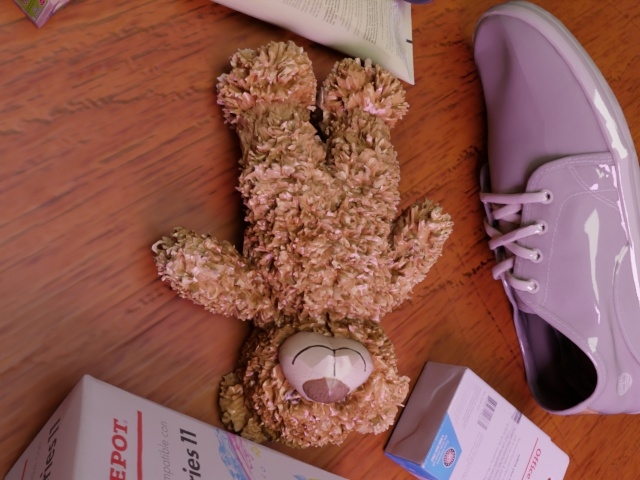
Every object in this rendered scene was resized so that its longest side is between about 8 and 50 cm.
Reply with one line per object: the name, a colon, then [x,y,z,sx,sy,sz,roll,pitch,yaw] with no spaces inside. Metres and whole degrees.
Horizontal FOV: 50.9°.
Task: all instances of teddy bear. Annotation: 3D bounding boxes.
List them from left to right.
teddy bear: [0.000,0.000,0.548,0.245,0.113,0.337,24,74,-27]

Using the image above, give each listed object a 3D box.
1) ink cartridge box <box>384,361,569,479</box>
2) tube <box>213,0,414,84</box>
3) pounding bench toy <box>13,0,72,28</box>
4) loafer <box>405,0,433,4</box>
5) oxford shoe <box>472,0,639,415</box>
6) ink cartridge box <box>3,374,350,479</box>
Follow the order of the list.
ink cartridge box: [0.159,0.213,0.666,0.180,0.060,0.104,41,66,-24]
tube: [-0.002,-0.209,0.595,0.240,0.062,0.070,7,118,-38]
pounding bench toy: [-0.179,-0.196,0.459,0.052,0.083,0.065,51,63,-20]
loafer: [0.048,-0.366,0.608,0.095,0.109,0.302,-44,105,-37]
oxford shoe: [0.230,-0.015,0.680,0.130,0.169,0.449,-20,99,-13]
ink cartridge box: [-0.087,0.221,0.408,0.354,0.207,0.119,31,109,-28]
